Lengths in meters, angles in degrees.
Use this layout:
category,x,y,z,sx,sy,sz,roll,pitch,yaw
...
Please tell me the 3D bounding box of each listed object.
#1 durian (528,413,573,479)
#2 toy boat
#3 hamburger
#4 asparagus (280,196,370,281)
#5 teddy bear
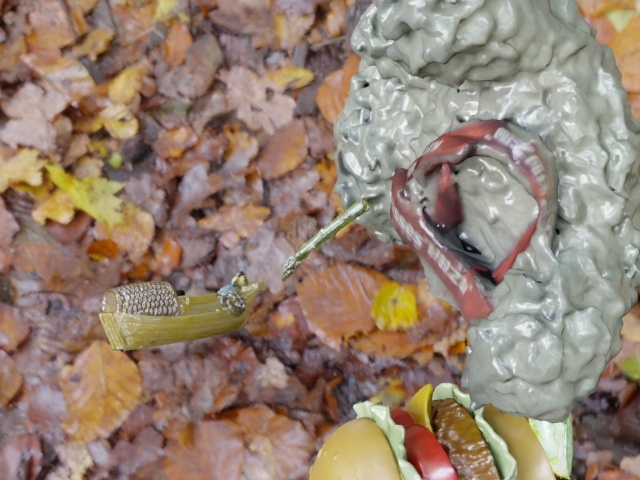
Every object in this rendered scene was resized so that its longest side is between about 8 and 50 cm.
category,x,y,z,sx,sy,sz,roll,pitch,yaw
durian,0.454,0.346,1.729,0.086,0.100,0.215,7,71,-14
toy boat,-0.102,0.052,0.706,0.047,0.149,0.049,-4,92,45
hamburger,0.091,0.278,0.871,0.212,0.274,0.274,-8,59,-13
asparagus,0.000,0.000,0.806,0.114,0.014,0.015,-39,84,26
teddy bear,0.103,-0.051,0.770,0.224,0.367,0.357,-19,96,-28
